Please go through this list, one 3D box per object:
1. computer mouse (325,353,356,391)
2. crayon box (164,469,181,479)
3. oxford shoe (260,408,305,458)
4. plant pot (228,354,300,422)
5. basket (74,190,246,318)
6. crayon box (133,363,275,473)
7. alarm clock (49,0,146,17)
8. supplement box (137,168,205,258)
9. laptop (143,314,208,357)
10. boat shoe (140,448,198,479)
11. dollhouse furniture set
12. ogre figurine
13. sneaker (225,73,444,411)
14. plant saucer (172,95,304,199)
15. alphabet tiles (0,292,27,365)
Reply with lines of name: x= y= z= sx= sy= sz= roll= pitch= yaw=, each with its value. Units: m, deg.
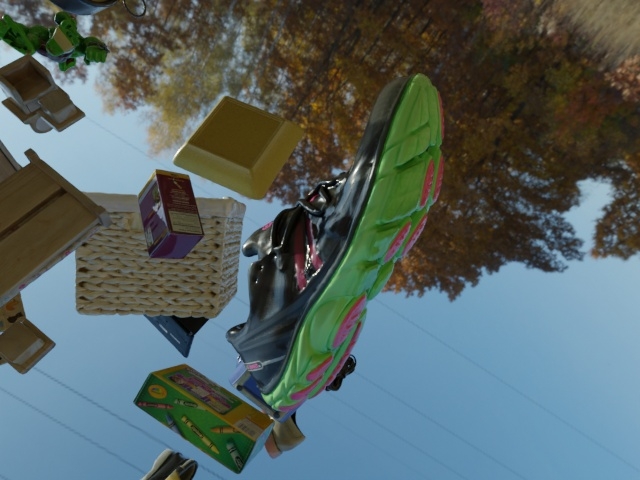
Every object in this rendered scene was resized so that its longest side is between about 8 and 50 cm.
computer mouse: x=-0.006 y=0.277 z=1.183 sx=0.262 sy=0.060 sz=0.184 roll=62 pitch=-150 yaw=-5
crayon box: x=-0.207 y=0.581 z=0.741 sx=0.323 sy=0.203 sz=0.083 roll=52 pitch=-162 yaw=27
oxford shoe: x=-0.153 y=0.544 z=1.549 sx=0.141 sy=0.146 sz=0.397 roll=66 pitch=-178 yaw=-54
plant pot: x=-0.110 y=0.359 z=1.260 sx=0.236 sy=0.236 sz=0.212 roll=39 pitch=-161 yaw=-4
basket: x=-0.359 y=0.023 z=1.047 sx=0.327 sy=0.267 sz=0.331 roll=3 pitch=-178 yaw=-4
crayon box: x=-0.254 y=0.389 z=0.991 sx=0.278 sy=0.081 sz=0.165 roll=28 pitch=176 yaw=12
alarm clock: x=-0.321 y=-0.369 z=0.599 sx=0.192 sy=0.064 sz=0.130 roll=17 pitch=-108 yaw=-56
supplement box: x=-0.167 y=-0.029 z=0.487 sx=0.043 sy=0.055 sz=0.083 roll=6 pitch=-124 yaw=-46
laptop: x=-0.426 y=0.191 z=1.343 sx=0.234 sy=0.264 sz=0.136 roll=42 pitch=-131 yaw=10
boat shoe: x=-0.365 y=0.578 z=0.969 sx=0.091 sy=0.115 sz=0.302 roll=13 pitch=-164 yaw=5
dollhouse furniture set: x=-0.393 y=-0.036 z=0.628 sx=0.355 sy=0.174 sz=0.303 roll=39 pitch=-116 yaw=7
ogre figurine: x=-0.466 y=-0.349 z=0.771 sx=0.196 sy=0.097 sz=0.118 roll=-8 pitch=-157 yaw=-1
sneaker: x=0.000 y=0.000 z=0.579 sx=0.202 sy=0.483 sz=0.185 roll=34 pitch=-166 yaw=22
plant saucer: x=-0.266 y=-0.332 z=1.431 sx=0.332 sy=0.081 sz=0.333 roll=24 pitch=-118 yaw=10
alphabet tiles: x=-0.754 y=0.183 z=0.947 sx=0.198 sy=0.009 sz=0.237 roll=-18 pitch=-123 yaw=-30
